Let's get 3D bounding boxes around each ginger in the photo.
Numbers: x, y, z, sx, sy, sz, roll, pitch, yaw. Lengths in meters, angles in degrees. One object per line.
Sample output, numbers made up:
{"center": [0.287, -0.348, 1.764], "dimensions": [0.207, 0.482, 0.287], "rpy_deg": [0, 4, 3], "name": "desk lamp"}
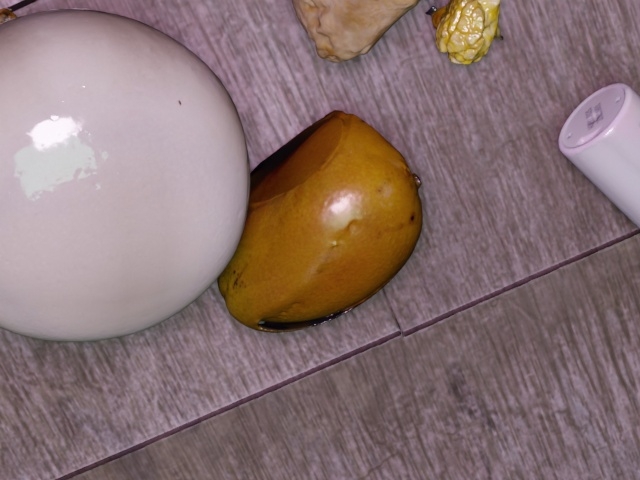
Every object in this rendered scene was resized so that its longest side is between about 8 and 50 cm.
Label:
{"center": [0.080, -0.326, 1.228], "dimensions": [0.126, 0.190, 0.354], "rpy_deg": [17, 98, -31], "name": "ginger"}

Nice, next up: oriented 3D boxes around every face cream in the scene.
{"center": [0.399, -0.021, 1.434], "dimensions": [0.345, 0.102, 0.102], "rpy_deg": [39, 102, -20], "name": "face cream"}

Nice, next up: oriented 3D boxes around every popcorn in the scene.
{"center": [0.138, -0.218, 1.338], "dimensions": [0.084, 0.084, 0.084], "rpy_deg": [-3, 112, -7], "name": "popcorn"}

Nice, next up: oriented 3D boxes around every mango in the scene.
{"center": [0.000, 0.000, 1.369], "dimensions": [0.236, 0.136, 0.166], "rpy_deg": [-35, 116, 12], "name": "mango"}

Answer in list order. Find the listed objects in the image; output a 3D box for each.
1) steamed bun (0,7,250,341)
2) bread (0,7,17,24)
{"center": [-0.216, -0.047, 1.238], "dimensions": [0.324, 0.206, 0.324], "rpy_deg": [-13, 132, -15], "name": "steamed bun"}
{"center": [-0.309, -0.171, 1.289], "dimensions": [0.083, 0.070, 0.077], "rpy_deg": [-28, 112, 7], "name": "bread"}
